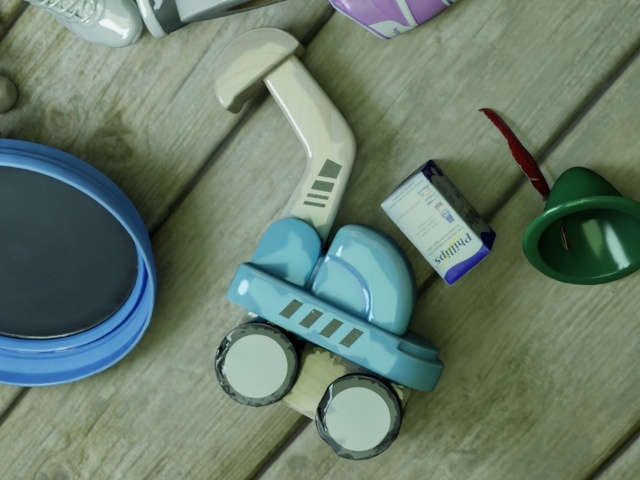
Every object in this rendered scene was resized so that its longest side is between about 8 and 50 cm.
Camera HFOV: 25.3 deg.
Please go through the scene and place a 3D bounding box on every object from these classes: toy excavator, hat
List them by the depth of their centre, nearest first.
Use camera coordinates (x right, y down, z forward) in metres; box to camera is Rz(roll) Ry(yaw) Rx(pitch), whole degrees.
[{"bbox_3d":[0.332,-0.072,1.835,0.173,0.183,0.208,-21,138,22],"label":"hat"},{"bbox_3d":[0.000,0.000,1.850,0.433,0.222,0.445,26,92,6],"label":"toy excavator"}]

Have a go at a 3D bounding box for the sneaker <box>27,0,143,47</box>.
[{"bbox_3d":[-0.344,-0.323,1.879,0.232,0.115,0.090,31,106,4],"label":"sneaker"}]

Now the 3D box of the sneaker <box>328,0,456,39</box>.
[{"bbox_3d":[0.041,-0.384,1.794,0.161,0.102,0.282,-30,94,19],"label":"sneaker"}]

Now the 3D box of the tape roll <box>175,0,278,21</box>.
[{"bbox_3d":[-0.071,-0.370,1.685,0.246,0.246,0.169,-15,96,15],"label":"tape roll"}]

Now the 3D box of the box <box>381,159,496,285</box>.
[{"bbox_3d":[0.154,-0.025,1.829,0.072,0.126,0.137,-40,92,15],"label":"box"}]

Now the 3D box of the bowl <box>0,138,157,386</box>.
[{"bbox_3d":[-0.410,0.032,1.906,0.391,0.077,0.391,2,128,2],"label":"bowl"}]

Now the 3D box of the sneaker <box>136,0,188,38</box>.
[{"bbox_3d":[-0.193,-0.422,1.840,0.147,0.104,0.296,-16,101,11],"label":"sneaker"}]

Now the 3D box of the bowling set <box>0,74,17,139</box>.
[{"bbox_3d":[-0.509,-0.178,1.909,0.154,0.200,0.287,-11,95,15],"label":"bowling set"}]
